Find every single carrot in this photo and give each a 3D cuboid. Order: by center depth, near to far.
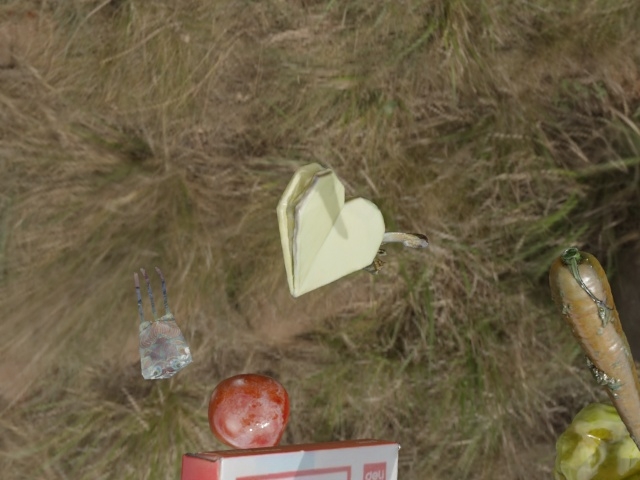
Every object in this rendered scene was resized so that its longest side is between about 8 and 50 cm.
[{"bbox_3d":[0.255,0.108,0.746,0.049,0.049,0.254,-23,117,15],"label":"carrot"}]

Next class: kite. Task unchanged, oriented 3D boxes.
[{"bbox_3d":[-0.324,0.162,1.711,0.127,0.016,0.229,-17,79,21],"label":"kite"}]

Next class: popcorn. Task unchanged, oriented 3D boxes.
[{"bbox_3d":[0.490,0.440,1.303,0.293,0.334,0.292,-8,129,-9],"label":"popcorn"}]

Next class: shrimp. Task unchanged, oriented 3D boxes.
[{"bbox_3d":[0.124,0.021,1.509,0.148,0.035,0.195,-14,158,16],"label":"shrimp"}]

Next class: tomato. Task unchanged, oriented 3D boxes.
[{"bbox_3d":[-0.151,0.372,1.792,0.187,0.151,0.187,-13,143,-10],"label":"tomato"}]

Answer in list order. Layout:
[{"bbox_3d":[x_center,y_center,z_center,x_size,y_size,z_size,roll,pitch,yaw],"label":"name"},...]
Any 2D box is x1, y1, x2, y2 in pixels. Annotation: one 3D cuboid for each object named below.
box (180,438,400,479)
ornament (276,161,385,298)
[{"bbox_3d":[-0.024,0.252,0.799,0.229,0.050,0.123,6,85,-39],"label":"box"},{"bbox_3d":[0.000,0.000,1.199,0.201,0.059,0.180,36,80,-51],"label":"ornament"}]
